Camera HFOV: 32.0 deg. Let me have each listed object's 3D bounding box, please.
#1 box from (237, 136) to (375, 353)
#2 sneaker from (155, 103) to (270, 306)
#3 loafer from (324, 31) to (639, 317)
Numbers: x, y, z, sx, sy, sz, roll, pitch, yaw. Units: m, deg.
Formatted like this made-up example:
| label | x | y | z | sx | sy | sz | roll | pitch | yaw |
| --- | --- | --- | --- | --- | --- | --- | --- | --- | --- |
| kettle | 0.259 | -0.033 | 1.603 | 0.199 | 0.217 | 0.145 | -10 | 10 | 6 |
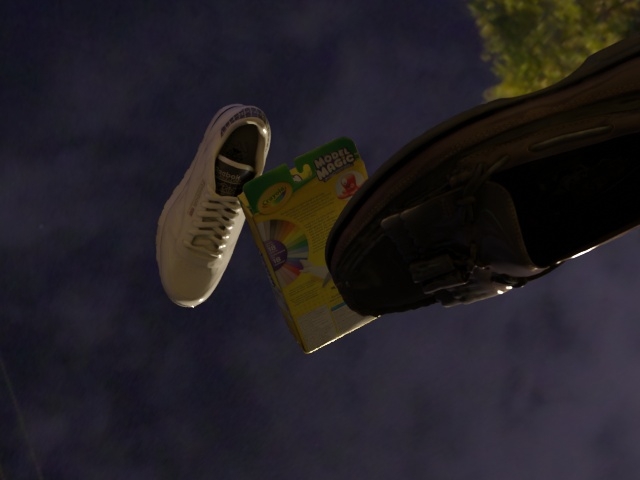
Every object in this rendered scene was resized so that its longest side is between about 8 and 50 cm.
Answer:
| label | x | y | z | sx | sy | sz | roll | pitch | yaw |
| --- | --- | --- | --- | --- | --- | --- | --- | --- | --- |
| box | 0.000 | 0.000 | 0.937 | 0.105 | 0.179 | 0.043 | -26 | -142 | -11 |
| sneaker | -0.117 | -0.036 | 1.212 | 0.090 | 0.095 | 0.235 | 16 | -84 | -18 |
| loafer | 0.132 | -0.030 | 0.673 | 0.109 | 0.302 | 0.095 | 47 | -158 | -34 |
